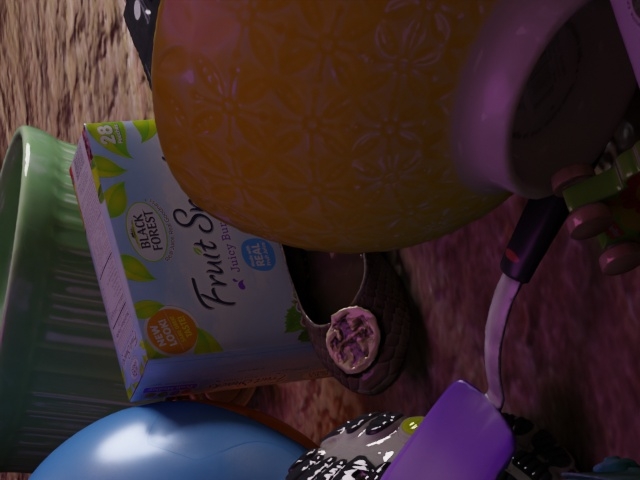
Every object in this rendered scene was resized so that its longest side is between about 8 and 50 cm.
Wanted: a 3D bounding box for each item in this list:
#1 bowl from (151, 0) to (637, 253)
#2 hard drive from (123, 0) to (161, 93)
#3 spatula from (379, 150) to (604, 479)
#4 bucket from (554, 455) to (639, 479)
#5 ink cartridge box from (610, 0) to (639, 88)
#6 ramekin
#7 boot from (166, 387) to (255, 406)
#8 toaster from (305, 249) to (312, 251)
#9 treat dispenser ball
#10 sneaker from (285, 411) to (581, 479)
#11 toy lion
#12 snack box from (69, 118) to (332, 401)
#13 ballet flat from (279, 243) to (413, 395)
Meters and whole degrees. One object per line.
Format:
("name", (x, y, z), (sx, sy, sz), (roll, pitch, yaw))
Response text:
("bowl", (0.070, -0.105, 0.995), (0.156, 0.289, 0.289), (30, 127, 32))
("hard drive", (-0.075, -0.229, 1.542), (0.339, 0.064, 0.237), (106, 149, -44))
("spatula", (0.107, 0.042, 1.104), (0.084, 0.030, 0.296), (48, 123, 54))
("bucket", (0.196, 0.221, 0.816), (0.281, 0.183, 0.281), (175, 90, -68))
("ink cartridge box", (0.192, -0.184, 0.858), (0.193, 0.088, 0.234), (126, 133, -58))
("ramekin", (-0.213, 0.062, 1.686), (0.303, 0.148, 0.303), (-170, 90, -76))
("boot", (-0.102, 0.121, 1.689), (0.197, 0.073, 0.152), (-102, 21, -48))
("toaster", (0.008, -0.107, 1.301), (0.185, 0.110, 0.168), (-125, 37, -50))
("treat dispenser ball", (-0.094, 0.257, 1.402), (0.288, 0.288, 0.288), (174, 90, -68))
("sneaker", (0.087, 0.173, 1.224), (0.110, 0.107, 0.275), (56, 158, -18))
("toy lion", (0.169, -0.026, 0.970), (0.100, 0.096, 0.034), (39, -149, -61))
("snack box", (-0.078, 0.008, 1.456), (0.070, 0.174, 0.207), (116, 143, -52))
("ballet flat", (0.000, 0.000, 1.387), (0.084, 0.058, 0.250), (-35, 53, 24))
